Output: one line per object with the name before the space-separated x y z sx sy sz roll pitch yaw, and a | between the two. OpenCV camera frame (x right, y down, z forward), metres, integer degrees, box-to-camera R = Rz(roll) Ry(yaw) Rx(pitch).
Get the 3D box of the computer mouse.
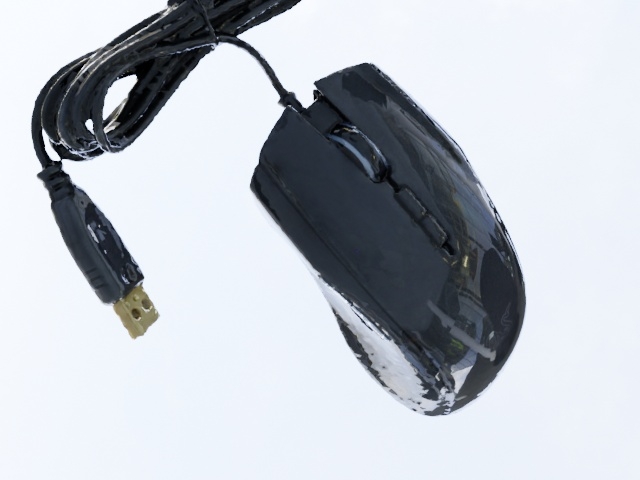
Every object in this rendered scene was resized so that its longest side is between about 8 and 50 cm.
computer mouse | 0.000 0.000 0.444 0.184 0.262 0.060 -39 -159 -23
